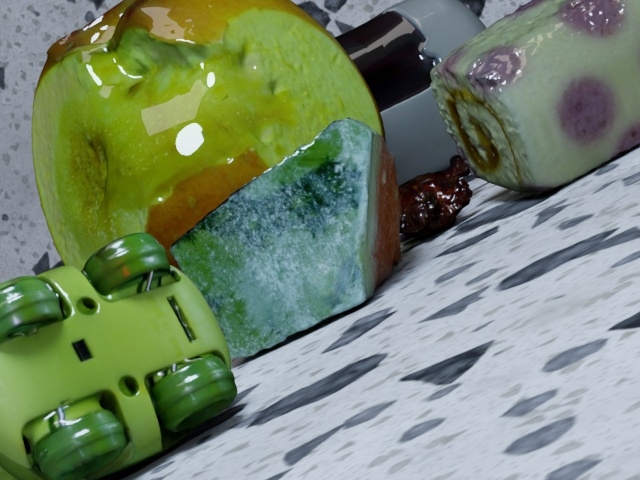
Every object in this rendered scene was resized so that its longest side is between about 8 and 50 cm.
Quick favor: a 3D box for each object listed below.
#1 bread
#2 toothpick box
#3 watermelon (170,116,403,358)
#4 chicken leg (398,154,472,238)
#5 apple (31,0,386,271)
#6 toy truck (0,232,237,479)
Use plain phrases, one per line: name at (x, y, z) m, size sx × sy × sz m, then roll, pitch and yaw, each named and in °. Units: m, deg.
bread at (0.278, -0.176, 1.710) m, size 0.338 × 0.155 × 0.187 m, roll -28°, pitch 10°, yaw -15°
toothpick box at (0.089, -0.154, 2.211) m, size 0.316 × 0.229 × 0.229 m, roll -27°, pitch 5°, yaw -12°
watermelon at (0.000, 0.000, 1.627) m, size 0.193 × 0.140 × 0.256 m, roll -30°, pitch -5°, yaw 9°
chicken leg at (0.105, -0.039, 1.790) m, size 0.089 × 0.048 × 0.219 m, roll -22°, pitch 6°, yaw 10°
apple at (-0.122, -0.099, 1.905) m, size 0.374 × 0.374 × 0.384 m, roll -25°, pitch 5°, yaw 11°
toy truck at (-0.159, 0.100, 1.323) m, size 0.187 × 0.148 × 0.210 m, roll -26°, pitch -16°, yaw -16°
